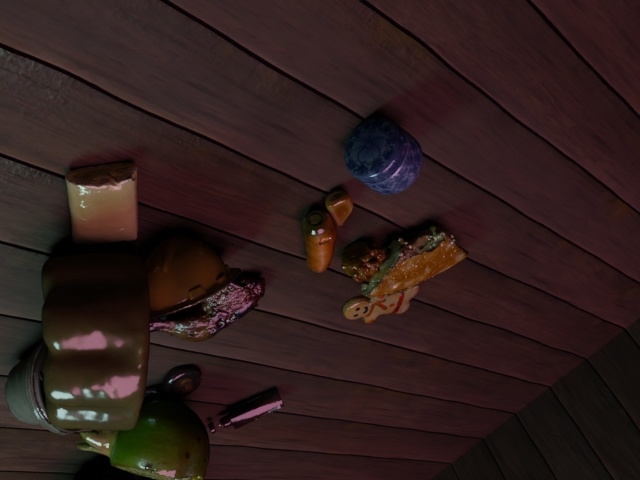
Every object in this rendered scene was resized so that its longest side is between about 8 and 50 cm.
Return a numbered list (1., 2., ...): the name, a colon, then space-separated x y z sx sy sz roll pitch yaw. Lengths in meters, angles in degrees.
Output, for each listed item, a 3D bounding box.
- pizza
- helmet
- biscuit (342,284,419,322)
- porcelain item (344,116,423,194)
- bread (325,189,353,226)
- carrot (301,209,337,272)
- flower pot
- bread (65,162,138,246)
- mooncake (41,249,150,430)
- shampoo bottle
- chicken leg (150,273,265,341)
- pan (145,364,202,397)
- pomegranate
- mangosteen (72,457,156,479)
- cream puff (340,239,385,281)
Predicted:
1. pizza: 0.253 0.044 2.006 0.323 0.089 0.223 -22 149 -10
2. helmet: -0.301 0.059 1.631 0.205 0.140 0.257 -15 -166 28
3. biscuit: 0.171 0.187 2.170 0.234 0.030 0.153 -6 136 -27
4. porcelain item: 0.135 -0.184 1.616 0.147 0.147 0.114 -41 142 17
5. bread: 0.049 -0.079 1.766 0.062 0.049 0.103 -26 146 5
6. carrot: 0.000 0.000 1.805 0.087 0.087 0.193 -22 148 -8
7. flower pot: -0.631 0.340 1.729 0.140 0.236 0.235 -13 147 21
8. bread: -0.426 -0.067 1.476 0.139 0.060 0.178 -11 140 -20
9. mooncake: -0.468 0.200 1.519 0.200 0.378 0.378 3 134 -20
10. shampoo bottle: -0.230 0.529 2.292 0.236 0.067 0.068 -22 133 -7
11. chicken leg: -0.282 0.171 1.840 0.322 0.083 0.177 -32 134 2
12. pan: -0.425 0.403 2.044 0.212 0.040 0.115 -18 136 -14
13. pomegranate: -0.463 0.529 2.032 0.358 0.216 0.310 23 159 -6
14. mangosteen: -0.580 0.795 2.161 0.347 0.307 0.307 32 122 -2
15. cream puff: 0.111 0.055 1.922 0.116 0.122 0.094 -2 148 34
